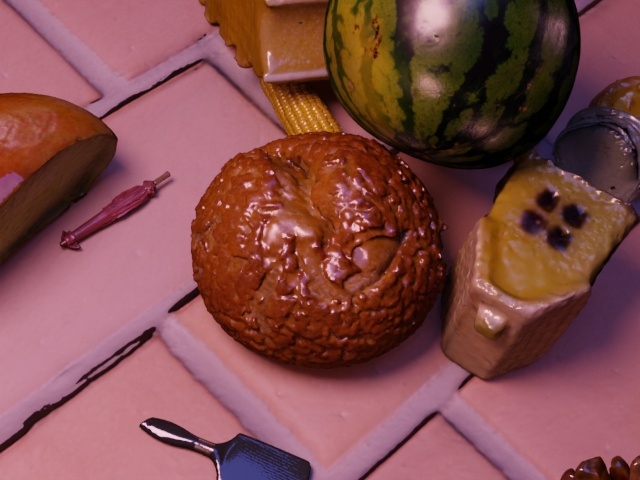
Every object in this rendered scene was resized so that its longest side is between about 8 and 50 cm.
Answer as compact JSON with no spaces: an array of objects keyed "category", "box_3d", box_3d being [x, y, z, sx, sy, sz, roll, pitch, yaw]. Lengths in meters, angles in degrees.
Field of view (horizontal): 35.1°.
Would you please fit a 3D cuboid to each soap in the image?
[{"category":"soap","box_3d":[0.028,-0.333,1.366,0.334,0.156,0.293,-7,33,-17]}]

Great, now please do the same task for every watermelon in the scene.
[{"category":"watermelon","box_3d":[0.144,-0.222,1.123,0.285,0.285,0.285,5,57,-8]}]

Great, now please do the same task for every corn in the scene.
[{"category":"corn","box_3d":[-0.018,-0.157,1.335,0.067,0.067,0.206,-21,62,-23]}]

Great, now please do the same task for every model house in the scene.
[{"category":"model house","box_3d":[0.225,0.041,1.186,0.174,0.193,0.234,38,61,13]}]

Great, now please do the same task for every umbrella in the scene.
[{"category":"umbrella","box_3d":[-0.249,-0.038,1.236,0.165,0.027,0.025,-37,26,-27]}]

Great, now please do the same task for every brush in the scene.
[{"category":"brush","box_3d":[-0.106,0.233,1.097,0.193,0.016,0.063,23,56,3]}]

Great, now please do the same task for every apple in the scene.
[{"category":"apple","box_3d":[-0.389,-0.055,1.141,0.254,0.179,0.346,-1,37,42]}]

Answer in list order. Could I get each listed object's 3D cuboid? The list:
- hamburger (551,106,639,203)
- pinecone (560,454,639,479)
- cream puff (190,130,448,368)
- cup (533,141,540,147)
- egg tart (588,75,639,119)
[{"category":"hamburger","box_3d":[0.372,-0.104,1.340,0.133,0.140,0.062,15,27,32]},{"category":"pinecone","box_3d":[0.343,0.344,0.996,0.244,0.244,0.309,-14,50,-19]},{"category":"cream puff","box_3d":[0.000,0.000,1.151,0.302,0.212,0.303,3,63,-5]},{"category":"cup","box_3d":[0.249,-0.198,1.397,0.120,0.120,0.141,-23,51,-24]},{"category":"egg tart","box_3d":[0.457,-0.147,1.421,0.191,0.074,0.191,5,58,-8]}]
